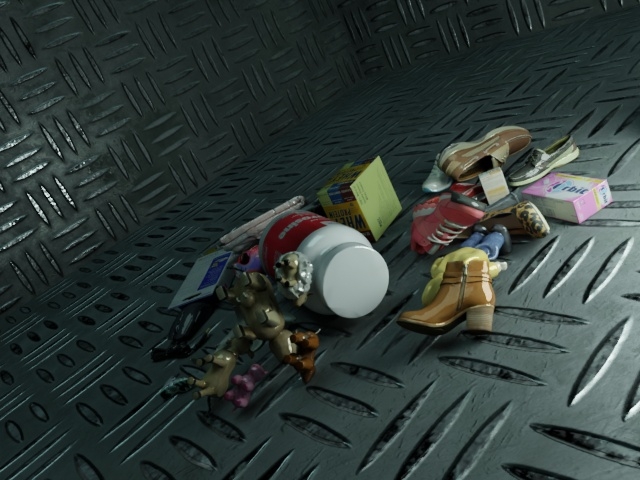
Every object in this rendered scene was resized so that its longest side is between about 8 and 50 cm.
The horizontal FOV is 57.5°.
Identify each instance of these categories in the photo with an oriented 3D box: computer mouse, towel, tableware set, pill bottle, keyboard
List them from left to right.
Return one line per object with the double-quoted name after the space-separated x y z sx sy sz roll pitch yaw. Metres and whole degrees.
-0.389 0.253 1.751 0.184 0.060 0.262 -11 26 37 "computer mouse"
-0.394 0.041 2.303 0.154 0.024 0.104 -31 25 -15 "tableware set"
-0.166 -0.047 2.007 0.316 0.054 0.332 -28 -5 4 "towel"
0.002 0.058 1.514 0.229 0.229 0.407 -32 22 -15 "pill bottle"
0.009 -0.098 1.950 0.201 0.033 0.317 -29 -7 4 "keyboard"

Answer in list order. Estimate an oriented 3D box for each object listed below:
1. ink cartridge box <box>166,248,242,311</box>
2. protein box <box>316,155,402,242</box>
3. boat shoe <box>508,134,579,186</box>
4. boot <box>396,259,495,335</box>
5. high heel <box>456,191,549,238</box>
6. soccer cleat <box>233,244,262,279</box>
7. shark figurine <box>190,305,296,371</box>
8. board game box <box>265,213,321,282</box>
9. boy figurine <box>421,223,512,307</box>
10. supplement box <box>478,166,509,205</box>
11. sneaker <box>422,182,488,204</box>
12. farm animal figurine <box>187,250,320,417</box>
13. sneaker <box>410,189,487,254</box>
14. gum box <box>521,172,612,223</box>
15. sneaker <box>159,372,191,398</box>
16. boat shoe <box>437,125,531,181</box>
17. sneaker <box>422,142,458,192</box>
-0.388 0.139 2.009 0.175 0.069 0.371 -20 20 14 "ink cartridge box"
0.125 -0.122 1.826 0.135 0.200 0.201 -9 28 39 "protein box"
0.628 -0.230 1.663 0.223 0.074 0.080 -27 21 -2 "boat shoe"
0.256 0.115 1.195 0.196 0.073 0.153 0 66 14 "boot"
0.433 -0.022 1.409 0.186 0.093 0.261 -32 19 7 "high heel"
-0.223 0.057 1.960 0.082 0.095 0.248 -17 23 24 "soccer cleat"
-0.218 0.236 1.526 0.278 0.116 0.166 -31 20 -17 "shark figurine"
-0.079 0.024 1.841 0.160 0.039 0.212 -28 30 40 "board game box"
0.328 0.067 1.305 0.177 0.092 0.285 -2 33 47 "boy figurine"
0.480 -0.144 1.602 0.062 0.099 0.036 -19 22 17 "supplement box"
0.372 -0.107 1.696 0.221 0.087 0.128 -14 13 -2 "sneaker"
-0.141 0.216 1.344 0.330 0.327 0.172 -16 -16 20 "farm animal figurine"
0.312 -0.030 1.454 0.314 0.115 0.136 149 140 -75 "sneaker"
0.597 -0.109 1.434 0.107 0.062 0.188 -32 22 -13 "gum box"
-0.365 0.362 1.501 0.098 0.038 0.069 -23 22 9 "sneaker"
0.527 -0.259 1.828 0.324 0.123 0.116 -22 54 -11 "boat shoe"
0.400 -0.233 1.912 0.087 0.092 0.228 3 37 49 "sneaker"
